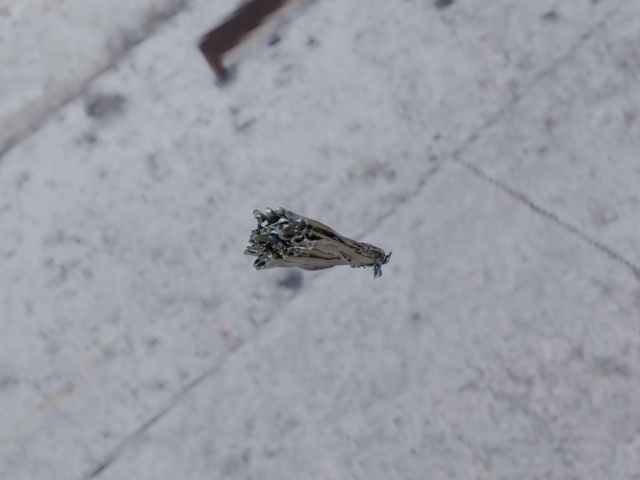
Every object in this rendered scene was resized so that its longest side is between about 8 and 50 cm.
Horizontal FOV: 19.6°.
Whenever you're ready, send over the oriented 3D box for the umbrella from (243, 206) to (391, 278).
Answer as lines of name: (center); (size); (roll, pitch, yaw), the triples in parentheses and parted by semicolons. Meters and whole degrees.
umbrella: (0.001, 0.002, 0.631); (0.031, 0.083, 0.020); (-20, 70, 26)
